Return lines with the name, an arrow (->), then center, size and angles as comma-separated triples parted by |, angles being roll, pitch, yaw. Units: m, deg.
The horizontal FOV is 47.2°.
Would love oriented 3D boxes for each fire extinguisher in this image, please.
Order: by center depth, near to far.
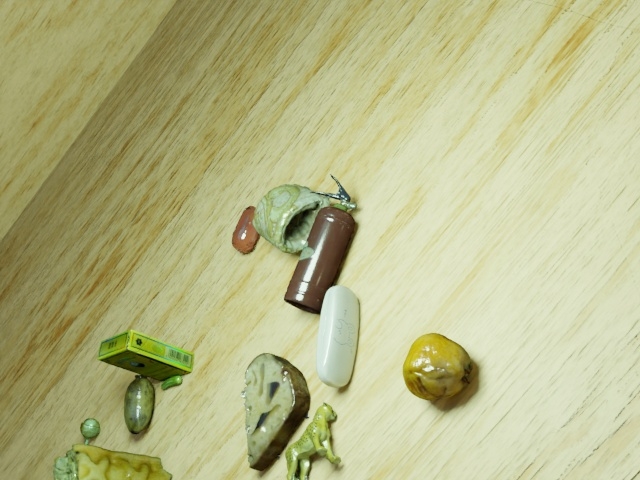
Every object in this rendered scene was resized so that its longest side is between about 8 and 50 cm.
fire extinguisher -> 0.000, 0.000, 1.799 | 0.138, 0.102, 0.343 | 18, 76, 11

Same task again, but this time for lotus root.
lotus root -> -0.105, 0.379, 1.696 | 0.170, 0.074, 0.260 | -32, 45, 24
lotus root -> -0.508, 0.459, 2.057 | 0.089, 0.081, 0.179 | -48, 38, 46

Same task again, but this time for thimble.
thimble -> -0.074, -0.067, 1.916 | 0.190, 0.137, 0.143 | -47, 38, -5

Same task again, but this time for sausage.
sausage -> -0.205, -0.032, 2.082 | 0.076, 0.076, 0.141 | 7, 70, 49

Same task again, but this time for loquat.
loquat -> 0.226, 0.245, 1.413 | 0.137, 0.113, 0.137 | -17, 35, 13

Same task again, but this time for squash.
squash -> -0.418, 0.397, 2.048 | 0.089, 0.027, 0.027 | -24, 49, 35

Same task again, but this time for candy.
candy -> -0.708, 0.632, 2.184 | 0.061, 0.061, 0.202 | 1, 73, 47

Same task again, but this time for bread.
bread -> -0.538, 0.628, 1.849 | 0.239, 0.252, 0.195 | -32, 49, 35

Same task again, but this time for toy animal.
toy animal -> -0.028, 0.454, 1.575 | 0.181, 0.073, 0.136 | -55, 29, 22

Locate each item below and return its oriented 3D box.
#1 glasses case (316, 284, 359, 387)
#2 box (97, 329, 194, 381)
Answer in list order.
glasses case -> 0.039, 0.212, 1.639 | 0.059, 0.092, 0.233 | -18, 52, 41
box -> -0.478, 0.319, 2.008 | 0.141, 0.220, 0.064 | -21, 51, 36
